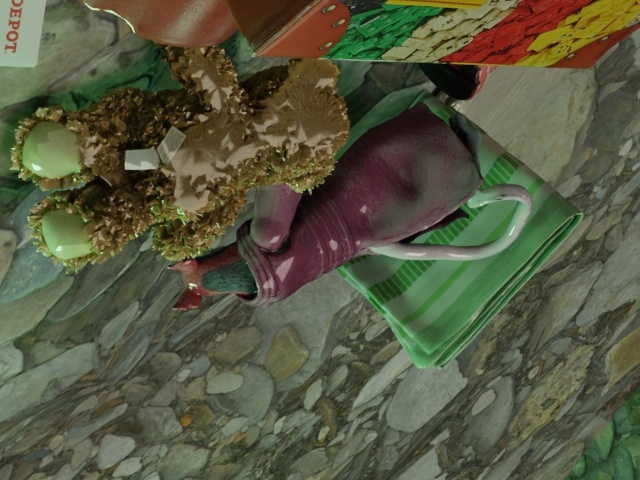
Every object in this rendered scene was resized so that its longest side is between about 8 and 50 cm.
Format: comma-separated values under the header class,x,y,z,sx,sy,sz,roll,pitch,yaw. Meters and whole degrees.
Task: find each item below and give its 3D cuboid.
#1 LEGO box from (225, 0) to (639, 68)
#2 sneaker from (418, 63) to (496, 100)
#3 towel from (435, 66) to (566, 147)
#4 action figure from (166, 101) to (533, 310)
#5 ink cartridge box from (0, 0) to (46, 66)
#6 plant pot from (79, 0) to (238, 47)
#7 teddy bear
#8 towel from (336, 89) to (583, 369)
class,x,y,z,sx,sy,sz,roll,pitch,yaw
LEGO box,0.034,-0.367,1.058,0.193,0.500,0.372,-36,161,34
sneaker,0.194,-0.300,1.924,0.136,0.116,0.314,-42,163,-30
towel,0.200,-0.168,2.170,0.282,0.049,0.187,-52,152,16
action figure,0.000,0.000,1.859,0.370,0.276,0.248,-31,153,-26
ink cartridge box,-0.299,-0.209,1.234,0.203,0.086,0.148,0,135,-18
plant pot,-0.084,-0.309,1.319,0.272,0.272,0.265,-11,146,-50
teddy bear,-0.141,-0.093,1.667,0.338,0.113,0.245,-35,117,-13
towel,0.129,-0.019,1.985,0.248,0.325,0.038,-48,130,5
